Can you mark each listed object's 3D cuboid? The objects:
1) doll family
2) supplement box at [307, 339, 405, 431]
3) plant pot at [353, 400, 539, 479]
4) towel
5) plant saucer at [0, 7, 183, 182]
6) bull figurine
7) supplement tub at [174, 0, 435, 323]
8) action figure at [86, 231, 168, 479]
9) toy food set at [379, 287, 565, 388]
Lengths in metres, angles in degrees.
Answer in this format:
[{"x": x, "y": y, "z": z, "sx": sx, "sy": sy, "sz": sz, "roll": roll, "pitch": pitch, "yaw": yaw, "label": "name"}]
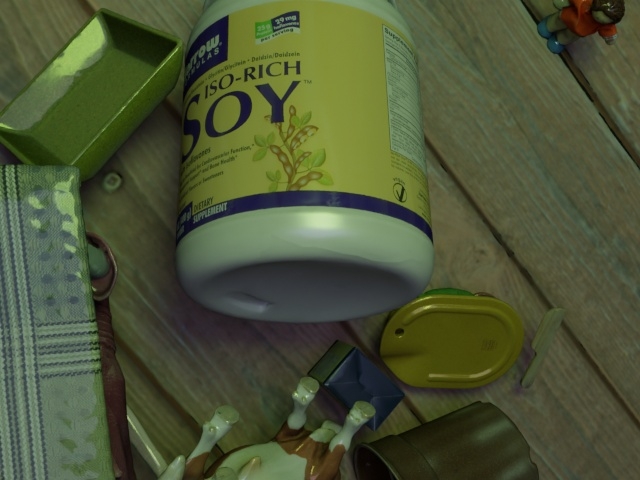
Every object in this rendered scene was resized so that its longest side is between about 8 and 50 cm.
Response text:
[{"x": 0.285, "y": -0.354, "z": 0.872, "sx": 0.263, "sy": 0.163, "sz": 0.118, "roll": 39, "pitch": 81, "yaw": -10, "label": "doll family"}, {"x": 0.040, "y": 0.167, "z": 0.851, "sx": 0.083, "sy": 0.083, "sz": 0.056, "roll": 45, "pitch": 79, "yaw": -10, "label": "supplement box"}, {"x": 0.150, "y": 0.276, "z": 0.846, "sx": 0.165, "sy": 0.167, "sz": 0.167, "roll": -23, "pitch": 95, "yaw": -20, "label": "plant pot"}, {"x": -0.320, "y": 0.110, "z": 0.537, "sx": 0.312, "sy": 0.056, "sz": 0.324, "roll": -5, "pitch": 88, "yaw": -15, "label": "towel"}, {"x": -0.238, "y": -0.145, "z": 0.760, "sx": 0.188, "sy": 0.188, "sz": 0.045, "roll": -50, "pitch": 137, "yaw": -9, "label": "plant saucer"}, {"x": -0.048, "y": 0.239, "z": 0.741, "sx": 0.310, "sy": 0.101, "sz": 0.188, "roll": -17, "pitch": 135, "yaw": -48, "label": "bull figurine"}, {"x": -0.017, "y": -0.103, "z": 0.725, "sx": 0.241, "sy": 0.241, "sz": 0.331, "roll": 3, "pitch": 68, "yaw": -13, "label": "supplement tub"}, {"x": -0.243, "y": 0.108, "z": 0.733, "sx": 0.248, "sy": 0.275, "sz": 0.370, "roll": -23, "pitch": 63, "yaw": 25, "label": "action figure"}, {"x": 0.173, "y": 0.112, "z": 0.899, "sx": 0.217, "sy": 0.071, "sz": 0.128, "roll": 5, "pitch": 112, "yaw": -12, "label": "toy food set"}]
